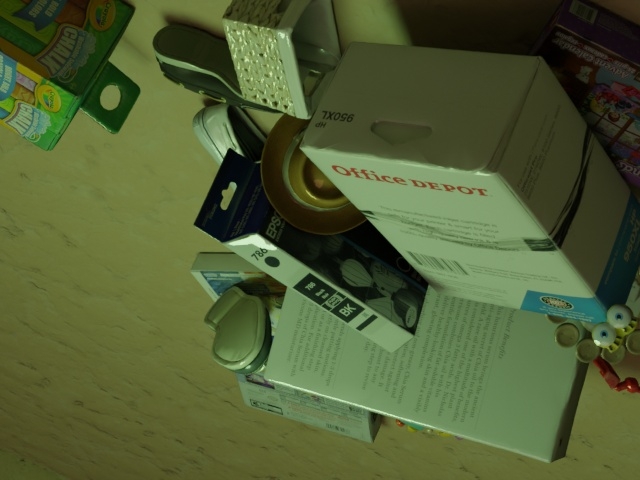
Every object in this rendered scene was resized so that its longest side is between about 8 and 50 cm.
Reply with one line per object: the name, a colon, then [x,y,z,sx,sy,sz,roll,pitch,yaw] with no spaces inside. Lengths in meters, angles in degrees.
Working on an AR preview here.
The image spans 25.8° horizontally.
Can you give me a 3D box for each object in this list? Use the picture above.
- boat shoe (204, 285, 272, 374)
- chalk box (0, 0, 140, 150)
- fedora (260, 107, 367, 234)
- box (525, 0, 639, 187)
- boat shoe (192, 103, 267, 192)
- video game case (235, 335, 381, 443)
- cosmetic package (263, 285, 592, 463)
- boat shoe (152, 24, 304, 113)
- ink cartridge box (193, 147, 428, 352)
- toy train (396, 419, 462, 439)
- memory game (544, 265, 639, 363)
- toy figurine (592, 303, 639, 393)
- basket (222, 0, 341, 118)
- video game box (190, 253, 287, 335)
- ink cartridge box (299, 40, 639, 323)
boat shoe: [-0.112,0.156,2.254,0.099,0.116,0.319,43,180,-16]
chalk box: [-0.386,-0.262,1.951,0.289,0.180,0.179,30,149,-11]
fedora: [0.018,-0.102,1.829,0.194,0.194,0.079,31,175,-10]
box: [0.380,-0.158,1.687,0.293,0.057,0.201,26,150,-2]
boat shoe: [-0.096,-0.109,2.061,0.076,0.083,0.226,-18,125,42]
video game case: [-0.026,0.260,2.591,0.269,0.061,0.244,14,149,16]
cosmetic package: [0.169,0.162,2.114,0.453,0.230,0.161,15,178,17]
boat shoe: [-0.123,-0.226,1.921,0.227,0.081,0.069,25,152,14]
ink cartridge box: [0.000,0.000,1.908,0.332,0.165,0.065,32,137,-14]
toy train: [0.206,0.305,2.516,0.166,0.046,0.125,4,142,26]
memory game: [0.402,0.086,1.956,0.186,0.186,0.012,34,-173,-15]
toy figurine: [0.524,0.113,1.675,0.362,0.217,0.191,-43,117,12]
basket: [-0.048,-0.255,1.791,0.103,0.113,0.167,17,147,21]
video game box: [-0.096,0.095,2.409,0.205,0.048,0.187,0,143,35]
ink cartridge box: [0.204,-0.067,1.749,0.285,0.166,0.395,10,158,38]
